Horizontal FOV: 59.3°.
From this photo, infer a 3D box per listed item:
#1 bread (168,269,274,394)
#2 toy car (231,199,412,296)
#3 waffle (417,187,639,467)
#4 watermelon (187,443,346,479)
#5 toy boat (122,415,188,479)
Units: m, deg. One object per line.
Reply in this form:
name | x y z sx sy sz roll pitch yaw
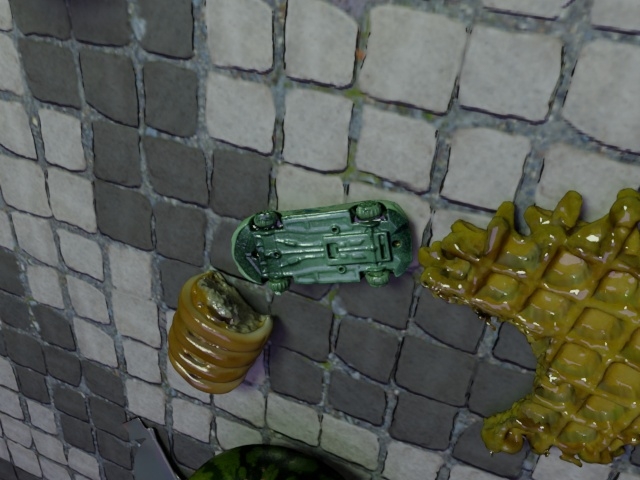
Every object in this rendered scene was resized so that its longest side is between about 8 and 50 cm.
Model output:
bread | -0.129 0.120 0.690 0.119 0.084 0.177 32 130 7
toy car | 0.000 0.000 0.574 0.186 0.058 0.093 -5 115 14
waffle | 0.237 0.095 0.510 0.260 0.069 0.292 -16 110 33
watermelon | -0.074 0.403 0.702 0.286 0.285 0.284 12 121 20
toy boat | -0.259 0.455 0.953 0.318 0.072 0.219 48 123 -2
